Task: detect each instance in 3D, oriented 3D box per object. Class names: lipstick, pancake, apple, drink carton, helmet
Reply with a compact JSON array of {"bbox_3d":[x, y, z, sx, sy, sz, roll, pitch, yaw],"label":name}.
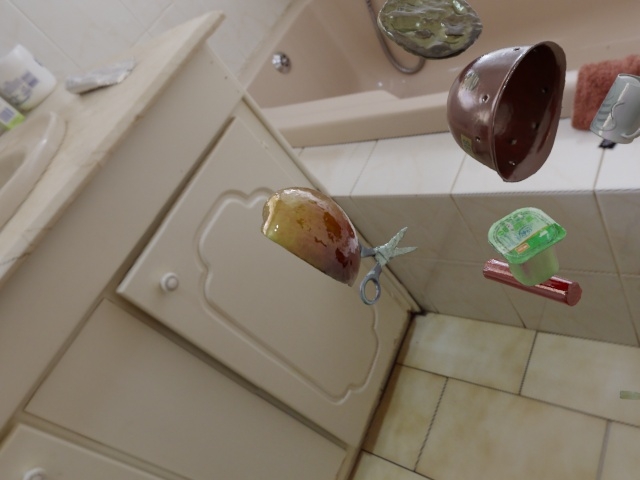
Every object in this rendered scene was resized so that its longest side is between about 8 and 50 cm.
[{"bbox_3d":[0.578,0.110,1.360,0.073,0.073,0.280,-50,30,-11],"label":"lipstick"},{"bbox_3d":[0.317,-0.621,1.397,0.295,0.049,0.294,-1,61,1],"label":"pancake"},{"bbox_3d":[0.000,0.000,1.264,0.179,0.346,0.253,-18,56,35],"label":"apple"},{"bbox_3d":[0.505,0.023,1.191,0.146,0.142,0.144,-33,41,5],"label":"drink carton"},{"bbox_3d":[0.468,-0.349,1.307,0.230,0.385,0.337,29,87,39],"label":"helmet"}]

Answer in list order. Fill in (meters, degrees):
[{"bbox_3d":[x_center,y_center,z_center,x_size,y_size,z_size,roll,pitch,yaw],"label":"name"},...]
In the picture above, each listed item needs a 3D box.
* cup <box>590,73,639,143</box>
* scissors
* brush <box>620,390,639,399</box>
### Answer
[{"bbox_3d":[0.678,-0.288,1.087,0.099,0.133,0.136,28,40,18],"label":"cup"},{"bbox_3d":[0.229,0.055,1.753,0.384,0.255,0.029,-24,0,-42],"label":"scissors"},{"bbox_3d":[0.622,0.302,0.947,0.084,0.013,0.016,5,80,-1],"label":"brush"}]
